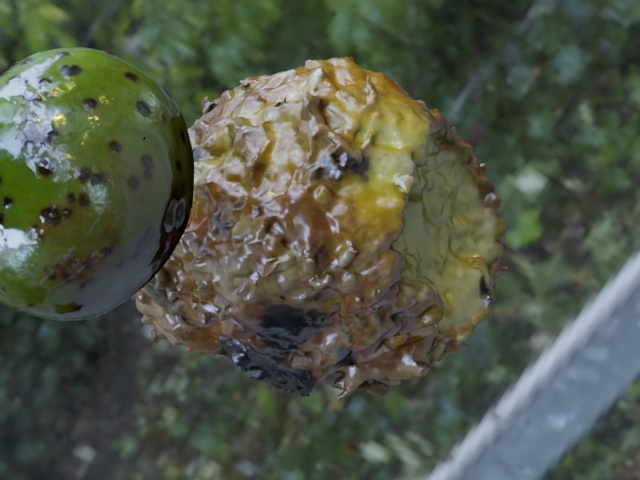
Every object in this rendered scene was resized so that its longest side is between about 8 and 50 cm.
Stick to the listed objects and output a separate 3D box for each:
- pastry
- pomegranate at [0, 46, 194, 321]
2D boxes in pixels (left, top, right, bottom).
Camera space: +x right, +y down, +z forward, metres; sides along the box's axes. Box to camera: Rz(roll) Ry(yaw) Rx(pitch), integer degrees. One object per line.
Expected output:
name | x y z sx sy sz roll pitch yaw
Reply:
pastry | -0.017 -0.002 1.852 0.337 0.405 0.292 -3 71 23
pomegranate | -0.244 -0.036 1.585 0.286 0.231 0.231 -11 43 24
